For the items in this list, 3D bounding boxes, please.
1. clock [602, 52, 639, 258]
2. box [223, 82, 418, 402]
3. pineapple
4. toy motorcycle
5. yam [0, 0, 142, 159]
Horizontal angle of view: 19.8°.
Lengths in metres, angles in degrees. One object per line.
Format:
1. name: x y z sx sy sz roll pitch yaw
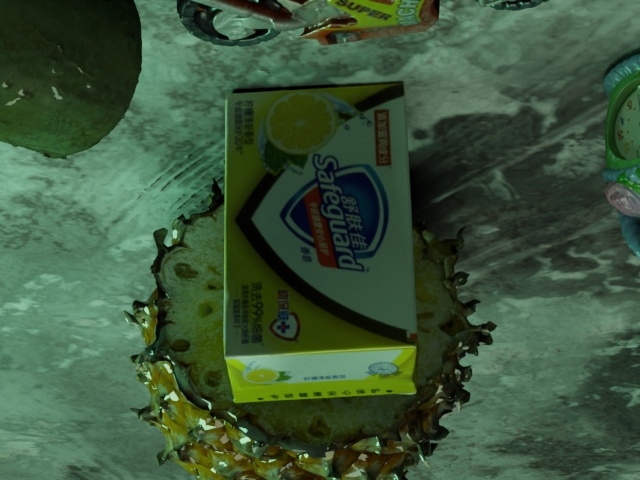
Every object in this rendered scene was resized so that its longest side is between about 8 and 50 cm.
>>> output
1. clock: 0.321 -0.072 1.519 0.100 0.195 0.194 15 149 -37
2. box: 0.000 0.000 1.586 0.168 0.265 0.097 -2 152 5
3. pineapple: -0.012 0.115 1.756 0.352 0.352 0.300 -1 155 1
4. toy motorcycle: 0.027 -0.211 1.343 0.298 0.089 0.171 -5 153 13
5. yam: -0.275 -0.167 1.355 0.268 0.161 0.161 21 148 -35
